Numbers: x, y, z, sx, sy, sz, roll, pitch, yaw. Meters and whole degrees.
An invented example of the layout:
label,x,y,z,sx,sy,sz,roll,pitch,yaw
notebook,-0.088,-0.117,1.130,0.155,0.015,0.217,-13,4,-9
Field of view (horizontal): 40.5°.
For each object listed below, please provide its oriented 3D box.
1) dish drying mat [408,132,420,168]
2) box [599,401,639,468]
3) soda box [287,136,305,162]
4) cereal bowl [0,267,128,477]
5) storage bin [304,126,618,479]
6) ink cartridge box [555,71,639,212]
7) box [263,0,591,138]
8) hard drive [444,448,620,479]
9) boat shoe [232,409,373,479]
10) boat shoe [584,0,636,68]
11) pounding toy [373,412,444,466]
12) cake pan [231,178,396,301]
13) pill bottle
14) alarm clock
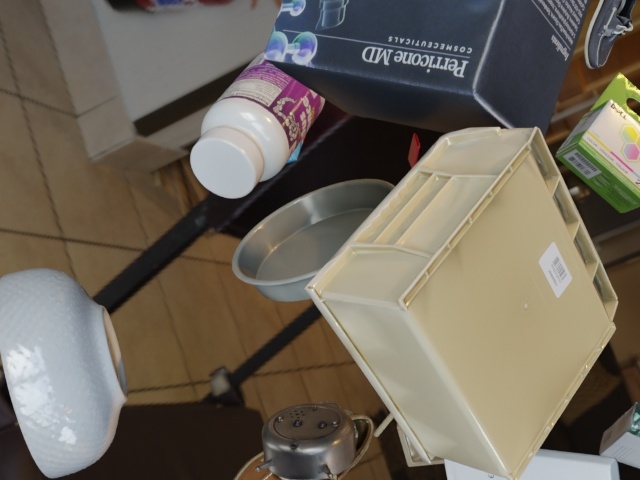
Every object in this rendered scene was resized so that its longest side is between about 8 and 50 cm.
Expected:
label,x,y,z,sx,sy,sz,roll,pitch,yaw
dish drying mat,0.181,-0.171,1.681,0.083,0.008,0.032,92,-18,-61
box,0.708,0.403,1.611,0.232,0.322,0.058,84,24,-64
soda box,-0.082,-0.276,2.184,0.071,0.067,0.210,59,28,-30
cereal bowl,-0.398,0.197,1.392,0.339,0.141,0.338,165,-90,-81
storage bin,0.163,0.059,0.886,0.260,0.123,0.262,-48,121,-26
ink cartridge box,0.632,-0.215,1.769,0.189,0.255,0.097,40,-17,-4
box,0.157,-0.341,1.032,0.212,0.294,0.395,20,88,-55
hard drive,0.366,0.456,1.499,0.040,0.308,0.202,-22,105,-50
boat shoe,-0.030,0.378,1.434,0.324,0.120,0.122,-38,97,-42
boat shoe,0.558,-0.417,1.644,0.075,0.065,0.206,-23,132,-41
pounding toy,0.208,0.390,1.907,0.094,0.181,0.206,-80,157,-56
cake pan,0.000,0.000,1.396,0.293,0.293,0.054,-83,151,-60
pill bottle,-0.115,-0.212,1.590,0.169,0.169,0.301,58,39,-26
alarm clock,-0.011,0.268,1.221,0.192,0.129,0.064,-46,134,-68
